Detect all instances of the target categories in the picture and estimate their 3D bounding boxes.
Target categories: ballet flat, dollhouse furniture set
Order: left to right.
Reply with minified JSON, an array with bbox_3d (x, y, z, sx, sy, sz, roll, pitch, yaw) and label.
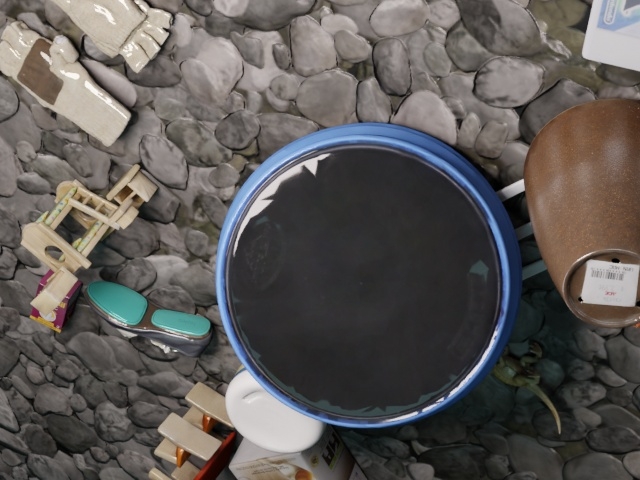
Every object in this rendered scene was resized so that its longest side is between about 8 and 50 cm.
[{"bbox_3d":[-0.335,-0.019,1.931,0.101,0.182,0.161,42,131,-12],"label":"dollhouse furniture set"},{"bbox_3d":[-0.258,0.124,2.092,0.203,0.074,0.074,19,131,5],"label":"ballet flat"},{"bbox_3d":[-0.203,0.396,2.158,0.135,0.259,0.262,28,134,14],"label":"dollhouse furniture set"}]

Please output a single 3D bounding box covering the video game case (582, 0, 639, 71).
[{"bbox_3d":[0.450,-0.300,1.470,0.300,0.036,0.329,15,131,11],"label":"video game case"}]

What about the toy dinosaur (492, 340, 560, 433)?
[{"bbox_3d":[0.275,0.182,1.932,0.183,0.053,0.092,34,148,5],"label":"toy dinosaur"}]

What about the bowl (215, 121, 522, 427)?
[{"bbox_3d":[0.055,0.049,1.761,0.391,0.077,0.391,1,97,8],"label":"bowl"}]

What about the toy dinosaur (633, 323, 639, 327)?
[{"bbox_3d":[0.371,0.079,1.784,0.082,0.090,0.047,52,134,41],"label":"toy dinosaur"}]

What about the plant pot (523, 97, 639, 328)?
[{"bbox_3d":[0.331,-0.013,1.599,0.215,0.230,0.215,6,125,8],"label":"plant pot"}]

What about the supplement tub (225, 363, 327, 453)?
[{"bbox_3d":[-0.034,0.179,1.949,0.144,0.199,0.144,12,130,14],"label":"supplement tub"}]

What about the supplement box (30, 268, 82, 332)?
[{"bbox_3d":[-0.402,0.091,2.142,0.055,0.043,0.083,26,132,4],"label":"supplement box"}]

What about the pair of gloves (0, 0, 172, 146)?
[{"bbox_3d":[-0.312,-0.254,1.831,0.204,0.042,0.240,32,130,1],"label":"pair of gloves"}]

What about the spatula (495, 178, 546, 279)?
[{"bbox_3d":[0.297,-0.038,1.761,0.242,0.019,0.168,-26,118,37],"label":"spatula"}]

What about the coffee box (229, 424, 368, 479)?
[{"bbox_3d":[-0.010,0.393,2.177,0.141,0.098,0.246,-16,119,33],"label":"coffee box"}]
